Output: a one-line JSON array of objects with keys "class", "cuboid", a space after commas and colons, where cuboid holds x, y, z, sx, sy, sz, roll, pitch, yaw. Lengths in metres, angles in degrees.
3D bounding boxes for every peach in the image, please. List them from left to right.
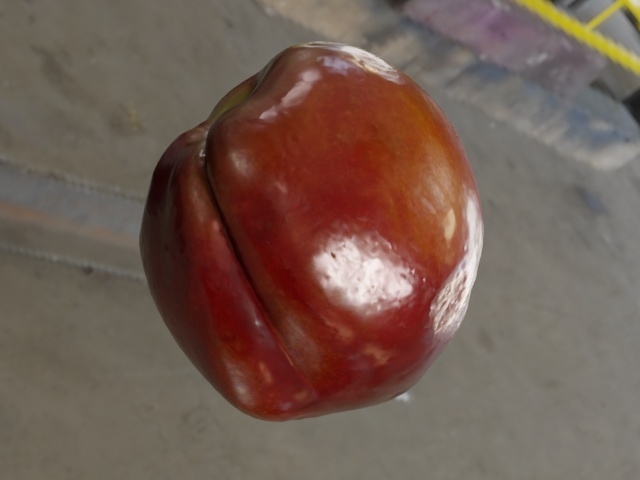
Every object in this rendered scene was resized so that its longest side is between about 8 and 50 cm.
[{"class": "peach", "cuboid": [0.002, 0.001, 0.432, 0.100, 0.100, 0.101, 39, 29, -26]}]
